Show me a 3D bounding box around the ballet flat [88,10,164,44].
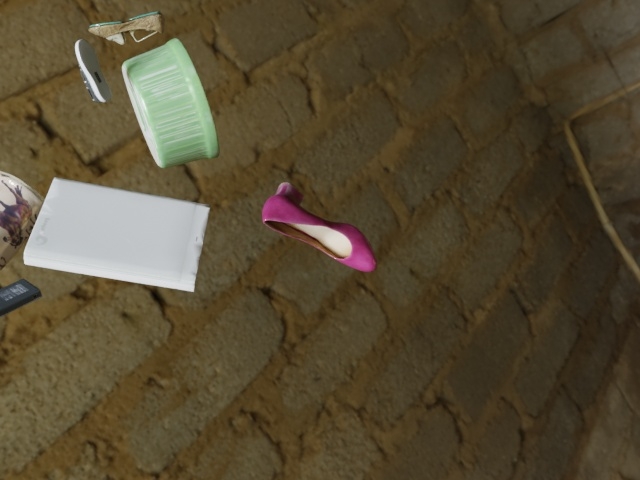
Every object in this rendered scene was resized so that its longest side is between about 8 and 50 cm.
[{"bbox_3d":[-0.523,-0.570,2.059,0.206,0.067,0.073,-12,14,-2],"label":"ballet flat"}]

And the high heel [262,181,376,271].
[{"bbox_3d":[0.000,0.000,1.374,0.082,0.244,0.117,-35,19,35],"label":"high heel"}]

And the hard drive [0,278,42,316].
[{"bbox_3d":[-0.691,0.132,1.653,0.135,0.022,0.094,-29,33,-34],"label":"hard drive"}]

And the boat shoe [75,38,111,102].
[{"bbox_3d":[-0.509,-0.369,1.669,0.040,0.142,0.049,-7,22,33],"label":"boat shoe"}]

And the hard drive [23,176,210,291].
[{"bbox_3d":[-0.377,-0.014,1.443,0.040,0.307,0.203,108,169,-47],"label":"hard drive"}]

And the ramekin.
[{"bbox_3d":[-0.370,-0.324,1.851,0.148,0.304,0.303,-21,7,-13],"label":"ramekin"}]

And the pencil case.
[{"bbox_3d":[-0.819,0.030,1.754,0.183,0.160,0.410,19,66,38],"label":"pencil case"}]
